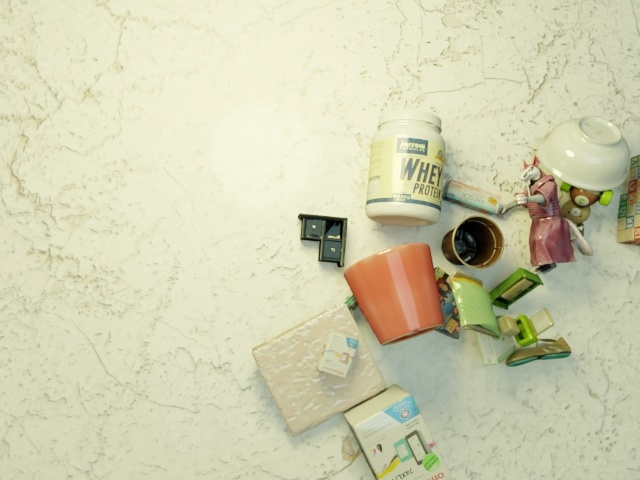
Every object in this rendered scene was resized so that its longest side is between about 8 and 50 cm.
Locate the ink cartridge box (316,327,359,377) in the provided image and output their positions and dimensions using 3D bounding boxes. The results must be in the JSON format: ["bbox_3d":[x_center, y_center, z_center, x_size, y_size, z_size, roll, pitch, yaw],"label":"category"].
[{"bbox_3d":[0.051,0.336,1.650,0.088,0.052,0.122,19,94,-12],"label":"ink cartridge box"}]

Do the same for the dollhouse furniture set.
[{"bbox_3d":[0.552,0.182,1.675,0.301,0.151,0.197,21,40,-31],"label":"dollhouse furniture set"}]

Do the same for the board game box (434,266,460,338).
[{"bbox_3d":[0.391,0.219,1.791,0.194,0.060,0.194,39,81,-3],"label":"board game box"}]

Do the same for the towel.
[{"bbox_3d":[-0.003,0.395,1.699,0.332,0.053,0.317,-26,100,-6],"label":"towel"}]

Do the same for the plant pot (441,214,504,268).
[{"bbox_3d":[0.472,0.012,1.769,0.167,0.165,0.167,1,85,-8],"label":"plant pot"}]

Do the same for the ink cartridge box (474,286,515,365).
[{"bbox_3d":[0.538,0.260,1.760,0.171,0.056,0.235,-11,85,-52],"label":"ink cartridge box"}]

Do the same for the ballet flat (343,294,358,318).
[{"bbox_3d":[0.067,0.246,1.748,0.188,0.070,0.070,-41,90,0],"label":"ballet flat"}]

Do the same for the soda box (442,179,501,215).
[{"bbox_3d":[0.502,-0.141,1.842,0.183,0.058,0.063,19,82,-4],"label":"soda box"}]

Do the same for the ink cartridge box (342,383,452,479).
[{"bbox_3d":[0.225,0.611,1.660,0.198,0.197,0.270,-26,88,-9],"label":"ink cartridge box"}]

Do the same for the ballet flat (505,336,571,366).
[{"bbox_3d":[0.705,0.363,1.818,0.232,0.080,0.073,-6,62,-12],"label":"ballet flat"}]

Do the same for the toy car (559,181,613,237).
[{"bbox_3d":[0.859,-0.105,1.851,0.155,0.149,0.188,24,109,20],"label":"toy car"}]

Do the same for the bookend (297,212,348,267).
[{"bbox_3d":[0.000,0.000,1.758,0.157,0.072,0.156,6,84,-6],"label":"bookend"}]

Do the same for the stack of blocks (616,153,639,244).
[{"bbox_3d":[1.098,-0.140,1.859,0.087,0.171,0.297,9,82,-6],"label":"stack of blocks"}]

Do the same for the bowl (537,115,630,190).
[{"bbox_3d":[0.876,-0.309,1.797,0.298,0.134,0.298,4,49,-4],"label":"bowl"}]

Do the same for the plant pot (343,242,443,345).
[{"bbox_3d":[0.234,0.168,1.647,0.275,0.275,0.243,-15,73,-8],"label":"plant pot"}]

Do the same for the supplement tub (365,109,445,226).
[{"bbox_3d":[0.268,-0.219,1.731,0.235,0.235,0.325,6,84,-6],"label":"supplement tub"}]

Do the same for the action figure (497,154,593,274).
[{"bbox_3d":[0.722,-0.091,1.752,0.275,0.248,0.370,-10,98,3],"label":"action figure"}]
